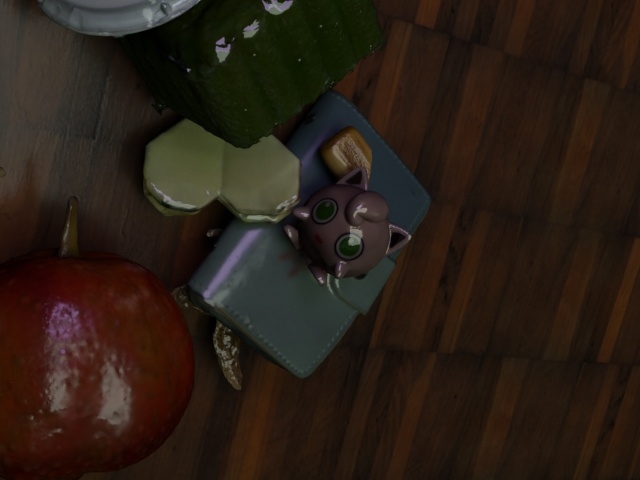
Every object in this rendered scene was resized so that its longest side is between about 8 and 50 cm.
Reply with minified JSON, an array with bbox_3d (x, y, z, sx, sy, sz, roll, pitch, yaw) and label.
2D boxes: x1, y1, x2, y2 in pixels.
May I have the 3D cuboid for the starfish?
[{"bbox_3d":[-0.106,0.087,1.267,0.277,0.062,0.236,-21,107,-38],"label":"starfish"}]

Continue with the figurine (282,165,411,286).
[{"bbox_3d":[0.030,-0.014,1.164,0.138,0.125,0.125,-32,121,4],"label":"figurine"}]

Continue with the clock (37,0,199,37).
[{"bbox_3d":[-0.212,-0.327,0.985,0.236,0.236,0.053,-40,152,-13],"label":"clock"}]

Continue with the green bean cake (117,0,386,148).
[{"bbox_3d":[-0.088,-0.252,1.056,0.247,0.250,0.156,-40,133,-15],"label":"green bean cake"}]

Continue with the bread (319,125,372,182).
[{"bbox_3d":[0.045,-0.101,1.214,0.062,0.049,0.103,-44,111,-13],"label":"bread"}]

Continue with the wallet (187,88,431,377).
[{"bbox_3d":[0.000,0.000,1.262,0.252,0.083,0.360,43,72,-28],"label":"wallet"}]

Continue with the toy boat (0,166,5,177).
[{"bbox_3d":[-0.463,-0.078,0.999,0.225,0.088,0.068,-13,113,-27],"label":"toy boat"}]

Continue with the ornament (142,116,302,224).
[{"bbox_3d":[-0.124,-0.113,1.174,0.201,0.059,0.180,5,70,-9],"label":"ornament"}]

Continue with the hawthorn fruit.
[{"bbox_3d":[-0.288,0.112,1.061,0.287,0.287,0.331,-5,102,-29],"label":"hawthorn fruit"}]
